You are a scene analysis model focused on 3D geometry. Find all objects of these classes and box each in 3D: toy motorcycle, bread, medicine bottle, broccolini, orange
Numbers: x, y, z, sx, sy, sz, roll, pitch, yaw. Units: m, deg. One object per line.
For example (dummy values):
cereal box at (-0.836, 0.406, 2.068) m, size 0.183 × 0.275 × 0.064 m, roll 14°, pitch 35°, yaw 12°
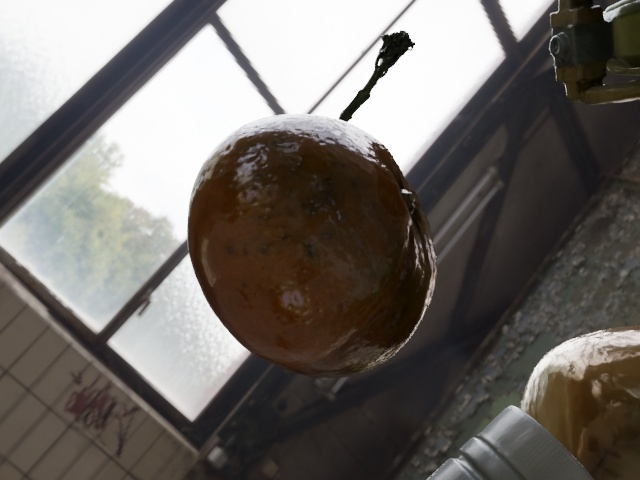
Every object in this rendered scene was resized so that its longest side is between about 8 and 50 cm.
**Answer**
toy motorcycle at (0.431, -0.248, 0.968) m, size 0.410 × 0.236 × 0.169 m, roll -169°, pitch -111°, yaw -72°
bread at (0.390, 0.226, 0.851) m, size 0.253 × 0.375 × 0.348 m, roll -92°, pitch 179°, yaw -59°
medicine bottle at (0.064, 0.117, 0.340) m, size 0.058 × 0.091 × 0.058 m, roll 48°, pitch -5°, yaw 6°
broccolini at (0.068, -0.211, 1.198) m, size 0.042 × 0.218 × 0.044 m, roll 40°, pitch -18°, yaw -34°
orange at (0.000, 0.000, 0.704) m, size 0.171 × 0.240 × 0.240 m, roll -24°, pitch -57°, yaw 24°
